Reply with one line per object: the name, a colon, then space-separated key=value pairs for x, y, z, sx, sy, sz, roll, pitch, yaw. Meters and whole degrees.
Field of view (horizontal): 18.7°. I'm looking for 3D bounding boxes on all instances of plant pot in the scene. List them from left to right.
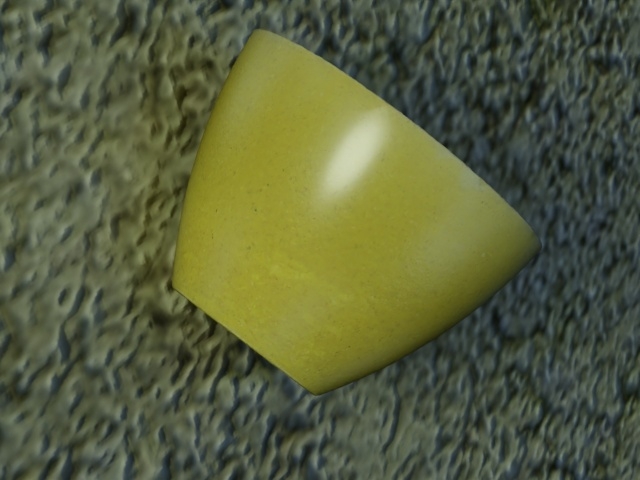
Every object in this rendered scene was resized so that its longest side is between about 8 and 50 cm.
plant pot: x=0.000 y=0.000 z=0.720 sx=0.095 sy=0.134 sz=0.134 roll=-53 pitch=136 yaw=-3
